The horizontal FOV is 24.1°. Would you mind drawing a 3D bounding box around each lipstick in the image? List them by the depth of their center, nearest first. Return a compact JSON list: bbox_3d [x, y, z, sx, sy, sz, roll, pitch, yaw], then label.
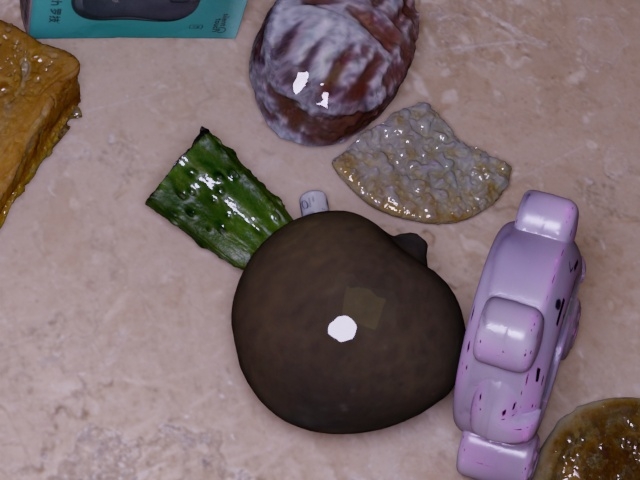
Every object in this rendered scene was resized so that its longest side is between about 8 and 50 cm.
[{"bbox_3d":[0.000,0.000,2.006,0.040,0.040,0.141,-2,63,-17],"label":"lipstick"}]

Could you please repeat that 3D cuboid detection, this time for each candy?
[{"bbox_3d":[0.022,-0.270,2.091,0.214,0.157,0.289,28,59,-5],"label":"candy"}]

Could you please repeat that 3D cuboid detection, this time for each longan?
[{"bbox_3d":[0.041,0.099,1.843,0.300,0.243,0.300,5,77,-25],"label":"longan"}]

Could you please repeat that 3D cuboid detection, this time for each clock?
[{"bbox_3d":[0.247,0.119,1.842,0.113,0.322,0.295,15,54,13],"label":"clock"}]

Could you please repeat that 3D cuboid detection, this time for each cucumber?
[{"bbox_3d":[-0.103,-0.024,1.952,0.244,0.134,0.134,42,59,-3],"label":"cucumber"}]

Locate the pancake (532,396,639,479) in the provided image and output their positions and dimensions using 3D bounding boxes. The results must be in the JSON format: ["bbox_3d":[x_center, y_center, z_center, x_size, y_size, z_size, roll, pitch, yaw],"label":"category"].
[{"bbox_3d":[0.388,0.329,1.905,0.282,0.049,0.282,2,67,-6],"label":"pancake"}]

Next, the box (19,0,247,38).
[{"bbox_3d":[-0.247,-0.375,2.046,0.311,0.205,0.118,-3,65,-17],"label":"box"}]

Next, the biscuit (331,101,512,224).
[{"bbox_3d":[0.143,-0.107,2.104,0.265,0.040,0.188,6,61,-14],"label":"biscuit"}]

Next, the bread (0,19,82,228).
[{"bbox_3d":[-0.448,-0.105,1.902,0.185,0.109,0.380,30,60,-4],"label":"bread"}]
